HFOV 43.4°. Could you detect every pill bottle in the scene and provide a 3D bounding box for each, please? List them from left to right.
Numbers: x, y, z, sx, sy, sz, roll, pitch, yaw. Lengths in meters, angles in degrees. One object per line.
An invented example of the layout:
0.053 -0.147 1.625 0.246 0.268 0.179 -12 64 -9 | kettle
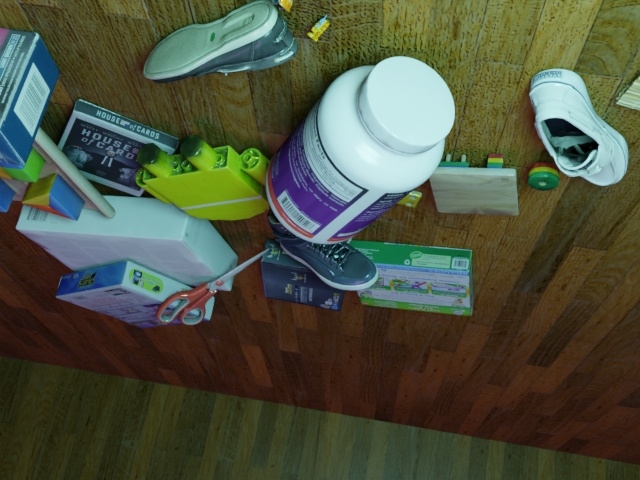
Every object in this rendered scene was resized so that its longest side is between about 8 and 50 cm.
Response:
0.052 -0.123 1.132 0.182 0.181 0.323 19 155 -17 | pill bottle

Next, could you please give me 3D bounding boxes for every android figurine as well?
-0.191 -0.102 1.405 0.248 0.056 0.273 -8 158 23 | android figurine

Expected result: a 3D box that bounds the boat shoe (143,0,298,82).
-0.139 -0.244 1.067 0.233 0.084 0.079 -9 149 31 | boat shoe

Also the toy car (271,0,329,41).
-0.033 -0.296 0.988 0.040 0.060 0.122 -47 154 12 | toy car

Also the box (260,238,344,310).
-0.034 0.081 1.773 0.184 0.059 0.232 11 156 2 | box

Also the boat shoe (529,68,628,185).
0.351 -0.129 1.106 0.095 0.084 0.258 -11 148 40 | boat shoe

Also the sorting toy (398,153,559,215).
0.239 -0.092 1.285 0.275 0.046 0.132 3 155 17 | sorting toy

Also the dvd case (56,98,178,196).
-0.372 -0.157 1.430 0.179 0.029 0.239 20 155 -21 | dvd case

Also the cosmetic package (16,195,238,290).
-0.401 0.005 1.716 0.377 0.097 0.284 4 155 16 | cosmetic package

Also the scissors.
-0.233 0.094 1.689 0.109 0.021 0.297 23 128 -35 | scissors

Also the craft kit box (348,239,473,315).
0.193 0.082 1.686 0.250 0.061 0.246 5 153 13 | craft kit box

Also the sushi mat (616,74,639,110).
0.548 -0.172 1.007 0.317 0.019 0.151 16 157 -9 | sushi mat

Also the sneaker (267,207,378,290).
-0.002 0.001 1.486 0.226 0.086 0.163 26 158 25 | sneaker

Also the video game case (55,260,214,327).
-0.419 0.128 1.822 0.270 0.061 0.244 -11 151 42 | video game case

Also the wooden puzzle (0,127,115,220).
-0.591 -0.130 1.471 0.348 0.080 0.322 11 157 18 | wooden puzzle

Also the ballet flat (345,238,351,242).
0.045 -0.010 1.573 0.041 0.041 0.114 13 156 -5 | ballet flat

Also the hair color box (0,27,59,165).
-0.587 -0.229 1.182 0.347 0.173 0.105 8 155 6 | hair color box
